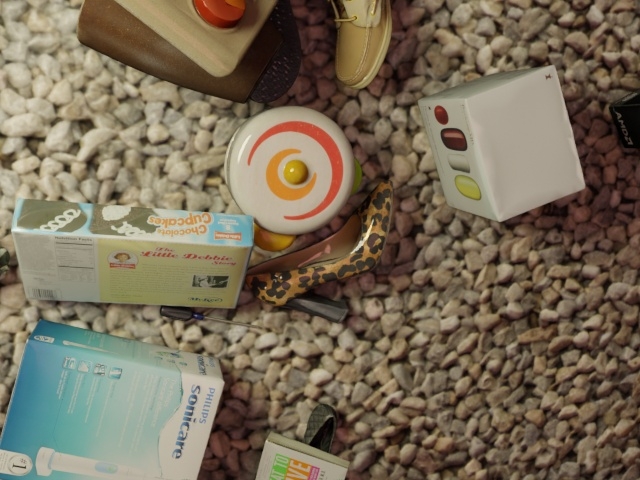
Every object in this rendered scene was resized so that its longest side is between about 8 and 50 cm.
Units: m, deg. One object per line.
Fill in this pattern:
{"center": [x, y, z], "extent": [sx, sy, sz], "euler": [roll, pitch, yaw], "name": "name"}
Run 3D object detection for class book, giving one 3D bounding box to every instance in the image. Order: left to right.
{"center": [-0.032, 0.394, 1.228], "extent": [0.144, 0.035, 0.096], "euler": [17, 106, 8], "name": "book"}

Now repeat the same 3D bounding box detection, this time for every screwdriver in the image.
{"center": [-0.179, 0.130, 1.188], "extent": [0.169, 0.024, 0.025], "euler": [17, 125, -21], "name": "screwdriver"}

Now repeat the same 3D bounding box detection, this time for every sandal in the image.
{"center": [-0.084, -0.336, 1.115], "extent": [0.097, 0.054, 0.255], "euler": [-2, 90, -19], "name": "sandal"}

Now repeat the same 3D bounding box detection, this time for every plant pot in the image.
{"center": [-0.172, -0.296, 0.996], "extent": [0.230, 0.215, 0.215], "euler": [33, 91, -7], "name": "plant pot"}

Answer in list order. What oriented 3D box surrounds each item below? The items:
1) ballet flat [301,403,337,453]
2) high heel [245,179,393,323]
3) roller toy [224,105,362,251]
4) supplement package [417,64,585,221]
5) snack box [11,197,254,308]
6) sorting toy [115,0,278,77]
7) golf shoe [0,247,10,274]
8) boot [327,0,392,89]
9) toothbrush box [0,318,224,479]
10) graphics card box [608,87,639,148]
{"center": [-0.008, 0.364, 1.245], "extent": [0.057, 0.049, 0.173], "euler": [8, 98, -12], "name": "ballet flat"}
{"center": [0.000, 0.000, 1.159], "extent": [0.186, 0.093, 0.261], "euler": [20, 104, -21], "name": "high heel"}
{"center": [-0.050, -0.106, 1.106], "extent": [0.209, 0.146, 0.191], "euler": [-35, 104, -4], "name": "roller toy"}
{"center": [0.275, -0.153, 1.140], "extent": [0.149, 0.203, 0.194], "euler": [-21, 103, -8], "name": "supplement package"}
{"center": [-0.270, 0.026, 1.069], "extent": [0.321, 0.187, 0.060], "euler": [4, 56, -13], "name": "snack box"}
{"center": [-0.182, -0.371, 0.879], "extent": [0.307, 0.041, 0.229], "euler": [36, 61, -19], "name": "sorting toy"}
{"center": [-0.588, 0.078, 1.059], "extent": [0.273, 0.105, 0.120], "euler": [-44, 90, -8], "name": "golf shoe"}
{"center": [0.017, -0.368, 1.059], "extent": [0.203, 0.095, 0.262], "euler": [7, 95, -45], "name": "boot"}
{"center": [-0.319, 0.267, 1.122], "extent": [0.295, 0.126, 0.217], "euler": [14, 95, -14], "name": "toothbrush box"}
{"center": [0.654, -0.228, 1.123], "extent": [0.232, 0.371, 0.094], "euler": [-30, 104, -7], "name": "graphics card box"}
